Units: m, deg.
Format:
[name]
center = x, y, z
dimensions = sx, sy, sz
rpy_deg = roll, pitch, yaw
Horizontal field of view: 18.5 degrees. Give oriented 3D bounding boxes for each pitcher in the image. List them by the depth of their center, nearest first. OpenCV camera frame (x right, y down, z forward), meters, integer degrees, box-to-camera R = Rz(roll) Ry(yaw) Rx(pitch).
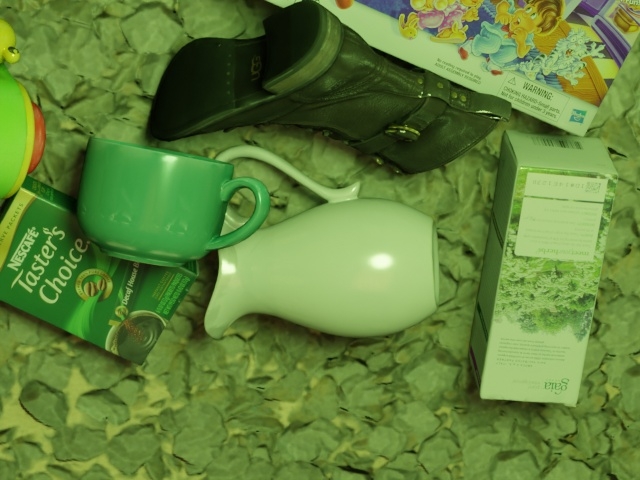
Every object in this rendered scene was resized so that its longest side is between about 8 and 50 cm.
[pitcher]
center = 0.000, 0.000, 1.762
dimensions = 0.207, 0.125, 0.178
rpy_deg = -2, 99, 7

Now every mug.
[mug]
center = -0.138, -0.029, 1.697
dimensions = 0.129, 0.158, 0.097
rpy_deg = 9, 94, -41

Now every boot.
[boot]
center = 0.005, -0.106, 1.704
dimensions = 0.229, 0.091, 0.263
rpy_deg = 25, 152, -38

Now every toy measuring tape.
[toy measuring tape]
center = -0.314, -0.034, 1.703
dimensions = 0.121, 0.121, 0.330
rpy_deg = 14, 110, -11

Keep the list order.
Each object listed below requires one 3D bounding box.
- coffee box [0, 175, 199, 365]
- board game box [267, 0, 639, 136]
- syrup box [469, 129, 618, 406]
[coffee box]
center = -0.218, 0.029, 1.787
dimensions = 0.184, 0.040, 0.113
rpy_deg = 28, 108, -16
[board game box]
center = 0.121, -0.264, 1.671
dimensions = 0.347, 0.078, 0.233
rpy_deg = 22, 110, -14
[syrup box]
center = 0.201, 0.027, 1.796
dimensions = 0.093, 0.096, 0.237
rpy_deg = 5, 114, -5
